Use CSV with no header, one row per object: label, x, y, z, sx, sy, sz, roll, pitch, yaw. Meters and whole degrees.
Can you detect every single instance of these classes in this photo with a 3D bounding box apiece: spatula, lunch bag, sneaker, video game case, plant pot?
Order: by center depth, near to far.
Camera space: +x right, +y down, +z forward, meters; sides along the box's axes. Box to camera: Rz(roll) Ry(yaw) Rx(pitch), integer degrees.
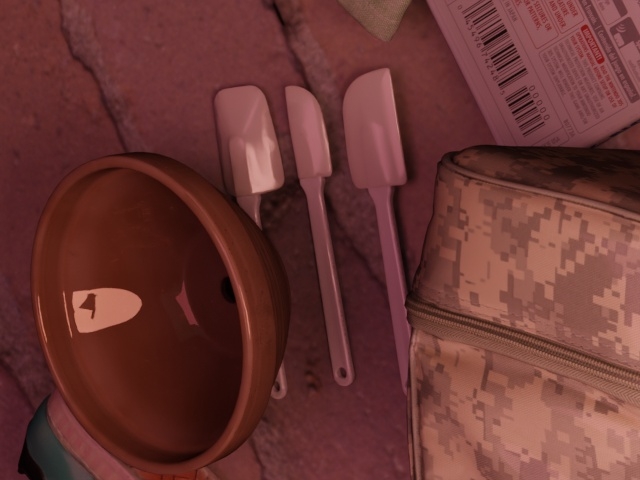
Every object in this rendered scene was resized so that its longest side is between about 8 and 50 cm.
lunch bag,0.191,0.087,1.119,0.213,0.305,0.256,20,103,32
video game case,0.180,-0.248,1.231,0.300,0.036,0.329,-31,80,32
plant pot,-0.100,0.045,1.392,0.237,0.110,0.237,14,111,40
spatula,0.000,0.000,1.393,0.168,0.019,0.242,-5,98,32
sneaker,-0.127,0.242,1.460,0.302,0.108,0.121,51,126,20

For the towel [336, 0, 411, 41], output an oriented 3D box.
towel,0.032,-0.332,1.250,0.248,0.038,0.325,50,133,23
